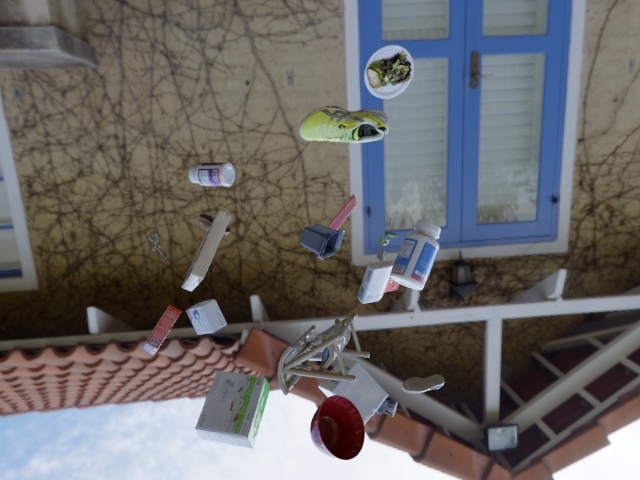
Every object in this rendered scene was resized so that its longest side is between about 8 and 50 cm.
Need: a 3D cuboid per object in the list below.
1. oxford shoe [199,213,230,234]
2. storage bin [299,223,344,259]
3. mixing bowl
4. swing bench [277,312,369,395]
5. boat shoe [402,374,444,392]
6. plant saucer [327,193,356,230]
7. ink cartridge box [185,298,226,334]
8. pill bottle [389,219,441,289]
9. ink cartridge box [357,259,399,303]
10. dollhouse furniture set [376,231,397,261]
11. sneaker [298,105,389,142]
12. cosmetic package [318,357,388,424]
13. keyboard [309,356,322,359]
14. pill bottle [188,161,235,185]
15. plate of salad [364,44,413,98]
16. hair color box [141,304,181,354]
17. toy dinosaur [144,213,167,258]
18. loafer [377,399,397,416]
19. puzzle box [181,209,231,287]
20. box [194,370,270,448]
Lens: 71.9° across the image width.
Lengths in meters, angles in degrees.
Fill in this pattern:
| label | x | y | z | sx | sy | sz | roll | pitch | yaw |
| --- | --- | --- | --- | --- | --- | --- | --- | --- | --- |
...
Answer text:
| label | x | y | z | sx | sy | sz | roll | pitch | yaw |
| --- | --- | --- | --- | --- | --- | --- | --- | --- | --- |
| oxford shoe | -0.584 | -0.074 | 2.436 | 0.212 | 0.076 | 0.076 | 26 | -159 | 24 |
| storage bin | 0.000 | 0.000 | 1.359 | 0.091 | 0.098 | 0.135 | 26 | -161 | 19 |
| mixing bowl | 0.034 | 0.568 | 1.321 | 0.098 | 0.181 | 0.181 | -39 | 168 | 38 |
| swing bench | 0.004 | 0.375 | 1.481 | 0.254 | 0.165 | 0.253 | -16 | -179 | 16 |
| boat shoe | 0.459 | 0.657 | 1.982 | 0.206 | 0.065 | 0.075 | -5 | -140 | -18 |
| plant saucer | 0.074 | -0.084 | 2.040 | 0.047 | 0.258 | 0.259 | 39 | 174 | 0 |
| ink cartridge box | -0.497 | 0.332 | 1.912 | 0.072 | 0.127 | 0.175 | -28 | -175 | -39 |
| pill bottle | 0.333 | 0.047 | 1.512 | 0.124 | 0.221 | 0.124 | 25 | 169 | 5 |
| ink cartridge box | 0.287 | 0.175 | 1.937 | 0.232 | 0.189 | 0.066 | -3 | -146 | -28 |
| dollhouse furniture set | 0.335 | 0.033 | 2.222 | 0.058 | 0.152 | 0.076 | 10 | -167 | -17 |
| sneaker | 0.096 | -0.477 | 1.844 | 0.384 | 0.145 | 0.147 | -5 | -147 | 6 |
| cosmetic package | 0.122 | 0.569 | 1.672 | 0.151 | 0.184 | 0.151 | -43 | -173 | -21 |
| keyboard | -0.057 | 0.652 | 2.422 | 0.256 | 0.014 | 0.072 | 11 | 154 | -29 |
| pill bottle | -0.497 | -0.300 | 2.006 | 0.193 | 0.108 | 0.108 | 4 | -165 | 22 |
| plate of salad | 0.265 | -0.636 | 1.678 | 0.199 | 0.200 | 0.048 | -7 | -144 | -12 |
| hair color box | -0.597 | 0.335 | 1.657 | 0.093 | 0.053 | 0.167 | -40 | -160 | 49 |
| toy dinosaur | -0.666 | -0.012 | 1.788 | 0.053 | 0.183 | 0.092 | -5 | -175 | 11 |
| loafer | 0.248 | 0.684 | 1.820 | 0.170 | 0.061 | 0.062 | 21 | 154 | -25 |
| puzzle box | -0.473 | 0.053 | 1.801 | 0.052 | 0.272 | 0.409 | 26 | 158 | -15 |
| box | -0.363 | 0.703 | 1.854 | 0.231 | 0.127 | 0.262 | 4 | -135 | 10 |
